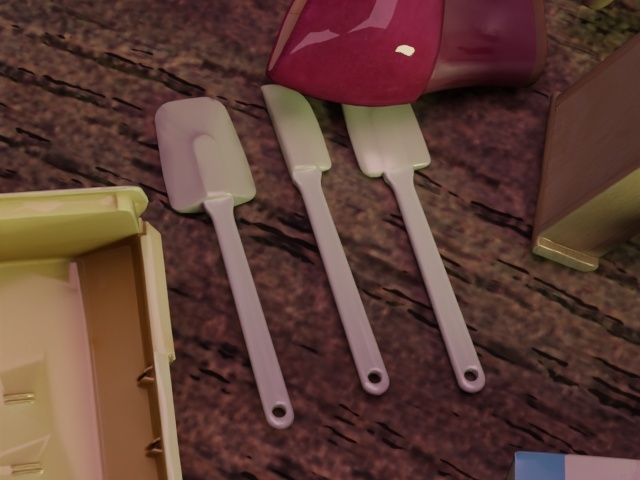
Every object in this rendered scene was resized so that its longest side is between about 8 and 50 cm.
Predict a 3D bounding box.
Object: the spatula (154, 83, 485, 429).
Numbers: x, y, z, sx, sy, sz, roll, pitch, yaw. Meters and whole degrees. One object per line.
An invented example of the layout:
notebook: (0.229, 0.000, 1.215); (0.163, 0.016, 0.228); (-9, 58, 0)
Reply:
spatula: (0.000, 0.000, 1.119); (0.168, 0.019, 0.242); (-10, 64, -14)

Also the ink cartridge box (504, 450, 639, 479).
ink cartridge box: (0.171, 0.177, 0.993); (0.143, 0.092, 0.090); (4, 63, 0)

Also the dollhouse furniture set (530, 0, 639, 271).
dollhouse furniture set: (0.332, -0.030, 1.127); (0.355, 0.174, 0.303); (20, 62, -19)

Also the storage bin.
storage bin: (-0.197, 0.120, 0.941); (0.260, 0.123, 0.262); (-5, 78, -15)

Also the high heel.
high heel: (0.028, -0.266, 1.180); (0.181, 0.127, 0.377); (-3, 65, -20)
